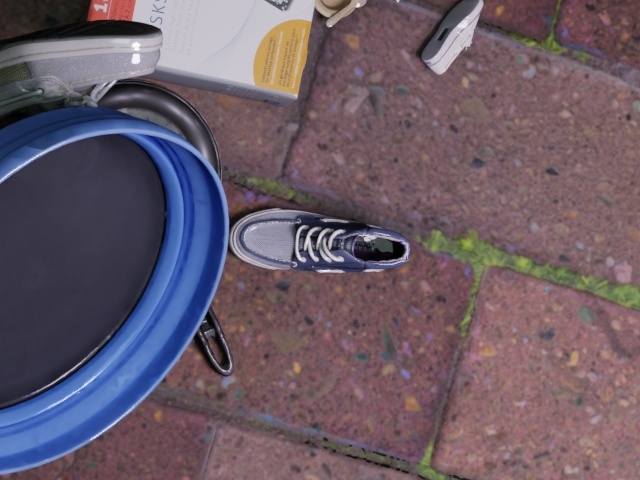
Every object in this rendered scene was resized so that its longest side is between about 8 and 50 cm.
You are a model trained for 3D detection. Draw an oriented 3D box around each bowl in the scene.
[{"bbox_3d":[-0.263,0.047,1.672,0.391,0.391,0.077,-45,55,-11],"label":"bowl"}]

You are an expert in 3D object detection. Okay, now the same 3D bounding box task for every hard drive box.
[{"bbox_3d":[-0.125,-0.254,1.833,0.232,0.089,0.181,10,87,-9],"label":"hard drive box"}]

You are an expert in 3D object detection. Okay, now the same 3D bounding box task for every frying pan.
[{"bbox_3d":[-0.196,-0.011,1.842,0.197,0.053,0.326,-4,87,-13],"label":"frying pan"}]

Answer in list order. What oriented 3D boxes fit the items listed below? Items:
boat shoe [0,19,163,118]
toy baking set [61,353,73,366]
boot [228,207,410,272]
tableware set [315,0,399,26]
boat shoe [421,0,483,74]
[{"bbox_3d":[-0.296,-0.151,1.732,0.320,0.118,0.103,-11,103,20],"label":"boat shoe"},{"bbox_3d":[-0.396,0.102,1.798,0.256,0.030,0.197,-21,100,-7],"label":"toy baking set"},{"bbox_3d":[0.000,0.000,1.866,0.190,0.086,0.069,2,88,-14],"label":"boot"},{"bbox_3d":[0.028,-0.326,1.915,0.141,0.020,0.169,-34,97,-12],"label":"tableware set"},{"bbox_3d":[0.153,-0.229,1.939,0.035,0.035,0.100,45,74,-37],"label":"boat shoe"}]
